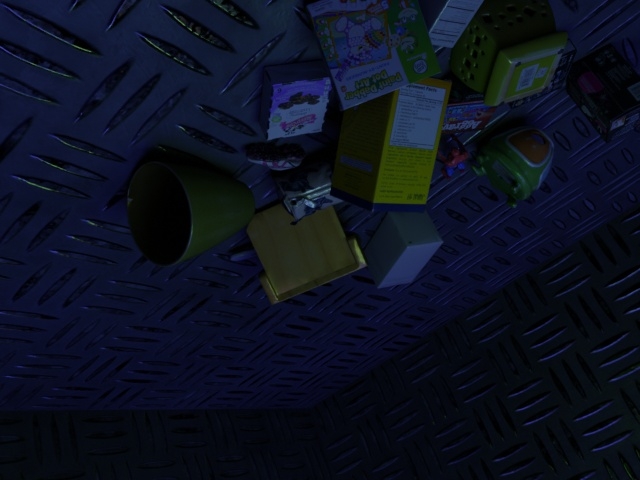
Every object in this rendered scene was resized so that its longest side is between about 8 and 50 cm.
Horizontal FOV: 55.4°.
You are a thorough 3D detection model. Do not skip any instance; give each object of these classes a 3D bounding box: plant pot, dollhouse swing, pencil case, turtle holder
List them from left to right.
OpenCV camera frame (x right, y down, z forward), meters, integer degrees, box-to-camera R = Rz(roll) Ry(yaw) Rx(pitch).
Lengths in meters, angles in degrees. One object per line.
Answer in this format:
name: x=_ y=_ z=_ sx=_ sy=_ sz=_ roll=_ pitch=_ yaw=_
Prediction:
plant pot: x=-0.329 y=-0.086 z=1.685 sx=0.294 sy=0.274 sz=0.275 roll=-12 pitch=152 yaw=-50
dollhouse swing: x=-0.052 y=0.015 z=2.109 sx=0.347 sy=0.304 sz=0.315 roll=-24 pitch=177 yaw=5
pencil case: x=0.068 y=-0.192 z=1.841 sx=0.411 sy=0.183 sz=0.159 roll=-23 pitch=121 yaw=-1
plant pot: x=0.504 y=-0.502 z=1.624 sx=0.227 sy=0.207 sz=0.228 roll=-19 pitch=152 yaw=-10
turtle holder: x=0.693 y=-0.259 z=2.135 sx=0.227 sy=0.243 sz=0.320 roll=-43 pitch=141 yaw=-1

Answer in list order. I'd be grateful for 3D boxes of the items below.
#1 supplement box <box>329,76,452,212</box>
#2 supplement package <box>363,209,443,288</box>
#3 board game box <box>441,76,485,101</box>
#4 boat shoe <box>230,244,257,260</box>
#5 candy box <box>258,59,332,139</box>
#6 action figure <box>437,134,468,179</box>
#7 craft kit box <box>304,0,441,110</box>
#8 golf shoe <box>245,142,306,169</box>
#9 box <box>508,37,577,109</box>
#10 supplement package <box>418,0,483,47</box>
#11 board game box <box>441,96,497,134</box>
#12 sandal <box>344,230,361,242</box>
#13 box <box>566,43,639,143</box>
supplement box: x=0.180 y=-0.267 z=1.618 sx=0.194 sy=0.195 sz=0.356 roll=0 pitch=107 yaw=-36
supplement package: x=0.316 y=0.030 z=2.398 sx=0.175 sy=0.177 sz=0.293 roll=-7 pitch=148 yaw=-27
board game box: x=0.456 y=-0.446 z=1.764 sx=0.186 sy=0.126 sz=0.026 roll=-12 pitch=127 yaw=-19
boat shoe: x=-0.250 y=0.035 z=2.135 sx=0.142 sy=0.040 sz=0.049 roll=-15 pitch=159 yaw=-14
candy box: x=-0.066 y=-0.361 z=1.578 sx=0.165 sy=0.070 sz=0.196 roll=-13 pitch=149 yaw=-19
action figure: x=0.430 y=-0.296 z=2.050 sx=0.092 sy=0.139 sz=0.280 roll=-30 pitch=173 yaw=6
craft kit box: x=0.120 y=-0.458 z=1.402 sx=0.250 sy=0.246 sz=0.061 roll=-22 pitch=-166 yaw=-3
golf shoe: x=-0.134 y=-0.229 z=1.751 sx=0.186 sy=0.067 sz=0.086 roll=-2 pitch=146 yaw=-34
box: x=0.666 y=-0.501 z=1.857 sx=0.175 sy=0.051 sz=0.220 roll=-24 pitch=162 yaw=3
supplement package: x=0.305 y=-0.572 z=1.464 sx=0.105 sy=0.105 sz=0.179 roll=-4 pitch=146 yaw=-31
board game box: x=0.378 y=-0.363 z=1.788 sx=0.282 sy=0.027 sz=0.145 roll=-9 pitch=154 yaw=-15
sandal: x=-0.001 y=-0.001 z=2.220 sx=0.303 sy=0.086 sz=0.120 roll=-3 pitch=135 yaw=-6
box: x=0.920 y=-0.466 z=1.941 sx=0.163 sy=0.247 sz=0.142 roll=-28 pitch=153 yaw=7
